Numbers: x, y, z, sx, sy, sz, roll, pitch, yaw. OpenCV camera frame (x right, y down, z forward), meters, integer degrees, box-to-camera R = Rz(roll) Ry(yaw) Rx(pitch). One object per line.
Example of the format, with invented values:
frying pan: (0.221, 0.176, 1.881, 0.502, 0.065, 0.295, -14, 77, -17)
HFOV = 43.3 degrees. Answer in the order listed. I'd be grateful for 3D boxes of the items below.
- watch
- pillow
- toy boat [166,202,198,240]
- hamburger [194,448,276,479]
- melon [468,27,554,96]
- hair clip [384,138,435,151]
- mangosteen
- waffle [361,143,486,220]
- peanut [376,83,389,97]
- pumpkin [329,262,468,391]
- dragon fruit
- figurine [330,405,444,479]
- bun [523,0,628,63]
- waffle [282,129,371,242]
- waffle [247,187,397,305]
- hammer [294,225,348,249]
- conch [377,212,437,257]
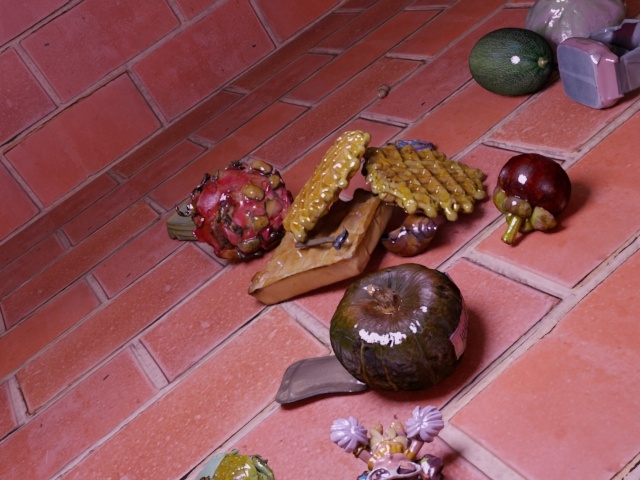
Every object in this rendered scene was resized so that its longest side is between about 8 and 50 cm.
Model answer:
watch: (0.706, -0.434, 1.918, 0.241, 0.162, 0.253, -21, 28, -8)
pillow: (0.015, 0.256, 1.558, 0.217, 0.033, 0.130, -17, 26, 24)
toy boat: (-0.389, -0.057, 2.484, 0.276, 0.084, 0.111, 3, 44, 48)
hamburger: (-0.143, 0.438, 1.304, 0.235, 0.125, 0.214, -22, 34, 50)
melon: (0.509, -0.472, 2.130, 0.182, 0.182, 0.287, -36, 24, -9)
hair clip: (0.240, -0.239, 2.135, 0.116, 0.049, 0.172, 21, 29, 36)
mangosteen: (0.411, -0.090, 1.609, 0.181, 0.146, 0.156, -41, 30, -17)
waffle: (0.224, -0.138, 1.827, 0.307, 0.060, 0.312, 17, 29, 13)
peanut: (0.205, -0.490, 2.653, 0.037, 0.037, 0.083, -20, 25, 23)
pumpkin: (0.134, 0.144, 1.435, 0.260, 0.189, 0.260, -19, 30, 11)
dragon fruit: (-0.197, -0.090, 2.135, 0.291, 0.269, 0.250, -22, 27, 45)
figurine: (0.110, 0.336, 1.226, 0.174, 0.116, 0.240, -11, 23, 2)
bun: (0.675, -0.621, 2.206, 0.293, 0.187, 0.293, -27, 25, 14)
waffle: (0.007, -0.131, 1.882, 0.309, 0.065, 0.283, -58, 12, -18)
waffle: (0.009, 0.008, 1.901, 0.348, 0.077, 0.304, -22, 28, 40)
hammer: (0.000, 0.000, 1.814, 0.182, 0.017, 0.062, -7, 41, 52)
conch: (0.193, -0.004, 1.784, 0.086, 0.080, 0.232, -37, -1, -39)
